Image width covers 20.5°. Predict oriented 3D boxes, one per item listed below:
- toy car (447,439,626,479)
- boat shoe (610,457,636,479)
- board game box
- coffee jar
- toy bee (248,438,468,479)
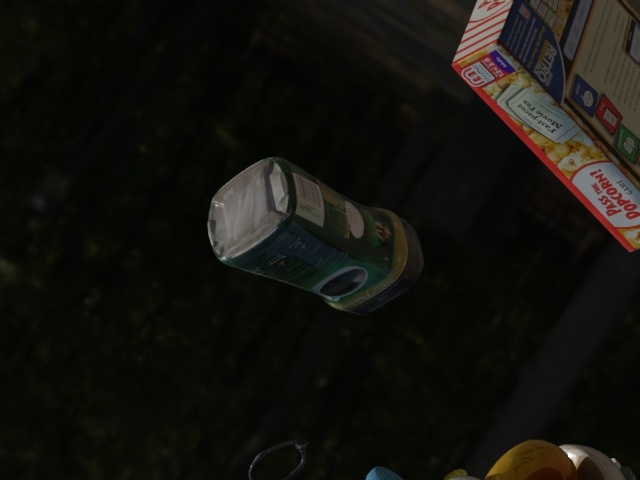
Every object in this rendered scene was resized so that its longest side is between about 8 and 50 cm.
[{"bbox_3d":[0.149,0.229,1.158,0.159,0.182,0.136,-11,-150,-37],"label":"toy car"},{"bbox_3d":[0.246,0.308,1.620,0.079,0.233,0.084,19,-164,4],"label":"boat shoe"},{"bbox_3d":[0.185,-0.109,1.215,0.193,0.147,0.045,44,136,-21],"label":"board game box"},{"bbox_3d":[0.000,0.000,1.478,0.184,0.096,0.079,25,-137,-44],"label":"coffee jar"},{"bbox_3d":[0.066,0.326,1.844,0.298,0.195,0.162,2,-147,-36],"label":"toy bee"}]
